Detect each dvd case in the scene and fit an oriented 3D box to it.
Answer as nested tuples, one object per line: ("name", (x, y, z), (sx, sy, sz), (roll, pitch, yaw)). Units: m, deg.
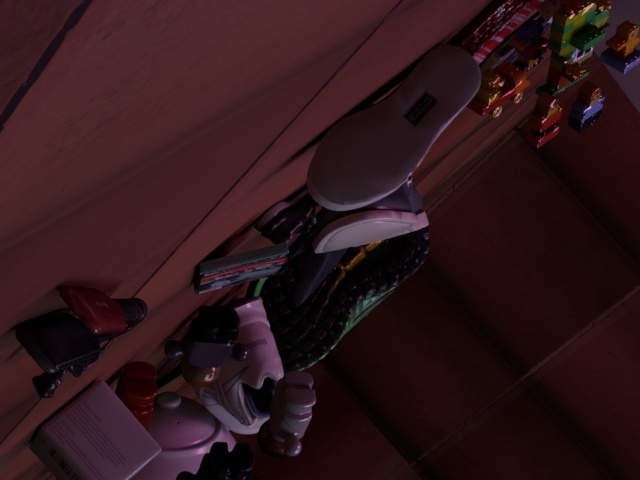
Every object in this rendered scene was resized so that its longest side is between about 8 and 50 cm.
("dvd case", (0.225, -0.222, 1.981), (0.164, 0.018, 0.221), (-41, 175, -28))
("dvd case", (-0.079, 0.028, 1.545), (0.087, 0.013, 0.119), (-14, 169, -9))

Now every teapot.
("teapot", (-0.217, 0.297, 2.169), (0.256, 0.252, 0.187), (-119, -149, -62))

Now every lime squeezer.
("lime squeezer", (-0.135, 0.132, 2.087), (0.310, 0.059, 0.110), (-43, 177, 32))

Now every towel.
("towel", (0.155, -0.189, 1.582), (0.275, 0.031, 0.199), (-43, 177, 13))

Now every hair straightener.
("hair straightener", (-0.178, 0.069, 1.137), (0.089, 0.047, 0.230), (-42, 180, 3))

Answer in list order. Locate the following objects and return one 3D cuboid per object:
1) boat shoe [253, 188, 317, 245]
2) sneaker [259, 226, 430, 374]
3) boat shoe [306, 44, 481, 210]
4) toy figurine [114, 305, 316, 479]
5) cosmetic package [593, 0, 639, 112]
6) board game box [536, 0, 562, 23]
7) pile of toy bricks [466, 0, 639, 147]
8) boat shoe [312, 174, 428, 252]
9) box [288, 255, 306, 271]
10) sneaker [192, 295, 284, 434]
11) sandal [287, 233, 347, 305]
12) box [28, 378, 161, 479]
("boat shoe", (-0.025, -0.022, 1.584), (0.046, 0.038, 0.125), (-43, 176, 21))
("sneaker", (0.011, 0.092, 2.279), (0.343, 0.134, 0.146), (-33, 169, -12))
("boat shoe", (0.063, -0.090, 1.418), (0.219, 0.078, 0.070), (-41, 175, -32))
("toy figurine", (-0.127, 0.206, 1.832), (0.209, 0.213, 0.148), (-42, 163, -40))
("cosmetic package", (0.480, -0.333, 1.731), (0.230, 0.161, 0.453), (-30, -171, 47))
("board game box", (0.328, -0.286, 1.835), (0.103, 0.026, 0.154), (-44, 155, 28))
("pile of toy bricks", (0.234, -0.188, 1.497), (0.212, 0.118, 0.105), (-35, 146, -31))
("boat shoe", (0.048, -0.048, 1.736), (0.116, 0.099, 0.319), (-16, 178, 12))
("box", (0.024, -0.006, 2.372), (0.201, 0.021, 0.164), (-44, 175, 39))
("sneaker", (-0.098, 0.192, 2.045), (0.111, 0.129, 0.297), (-22, 153, -10))
("sandal", (0.001, -0.001, 2.067), (0.097, 0.054, 0.254), (-48, 170, -32))
("box", (-0.240, 0.220, 1.680), (0.087, 0.101, 0.102), (-40, 177, -26))
